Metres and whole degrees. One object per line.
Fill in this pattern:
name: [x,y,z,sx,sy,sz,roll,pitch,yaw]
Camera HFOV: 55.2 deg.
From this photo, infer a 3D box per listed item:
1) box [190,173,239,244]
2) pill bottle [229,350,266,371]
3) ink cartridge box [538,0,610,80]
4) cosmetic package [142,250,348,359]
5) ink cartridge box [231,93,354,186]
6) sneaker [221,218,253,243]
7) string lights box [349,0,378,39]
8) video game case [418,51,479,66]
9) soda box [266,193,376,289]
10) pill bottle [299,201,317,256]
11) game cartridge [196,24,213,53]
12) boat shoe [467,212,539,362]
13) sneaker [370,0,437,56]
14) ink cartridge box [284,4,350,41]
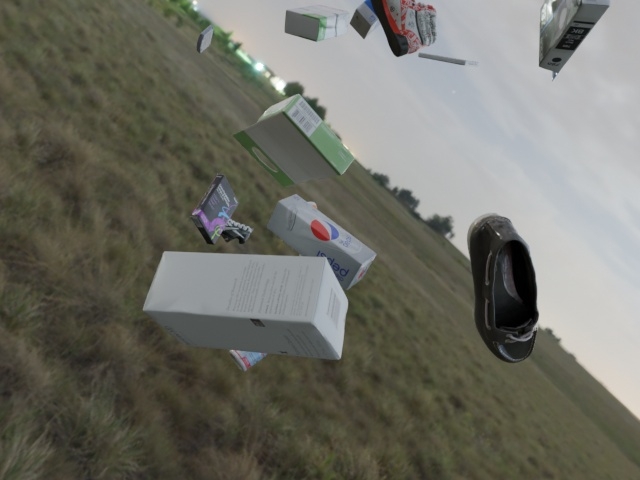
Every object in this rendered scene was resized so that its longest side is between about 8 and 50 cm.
box: [-0.287,-0.086,1.678,0.029,0.162,0.116,6,-37,25]
pill bottle: [-0.217,0.357,2.041,0.087,0.160,0.087,45,-23,25]
ink cartridge box: [0.559,-0.510,1.391,0.065,0.165,0.332,5,-13,3]
cosmetic package: [-0.154,0.140,1.329,0.217,0.386,0.156,61,34,-54]
ink cartridge box: [-0.061,-0.193,1.242,0.171,0.056,0.235,45,-22,-22]
sneaker: [-0.419,-0.049,2.716,0.235,0.106,0.078,23,-8,-22]
string lights box: [0.219,-0.779,1.967,0.076,0.260,0.133,47,-4,-5]
video game case: [0.523,-0.736,2.492,0.202,0.023,0.183,19,21,26]
soda box: [0.000,0.000,1.625,0.286,0.098,0.091,38,32,15]
pill bottle: [-0.052,-0.030,2.381,0.121,0.121,0.221,9,67,-77]
game cartridge: [-0.336,-0.581,1.772,0.017,0.056,0.083,34,-28,-3]
boat shoe: [0.340,0.110,1.113,0.095,0.112,0.335,-121,-170,-63]
sneaker: [0.238,-0.668,1.746,0.090,0.145,0.269,163,-94,-78]
ink cartridge box: [-0.010,-0.850,2.384,0.160,0.092,0.219,25,35,26]
